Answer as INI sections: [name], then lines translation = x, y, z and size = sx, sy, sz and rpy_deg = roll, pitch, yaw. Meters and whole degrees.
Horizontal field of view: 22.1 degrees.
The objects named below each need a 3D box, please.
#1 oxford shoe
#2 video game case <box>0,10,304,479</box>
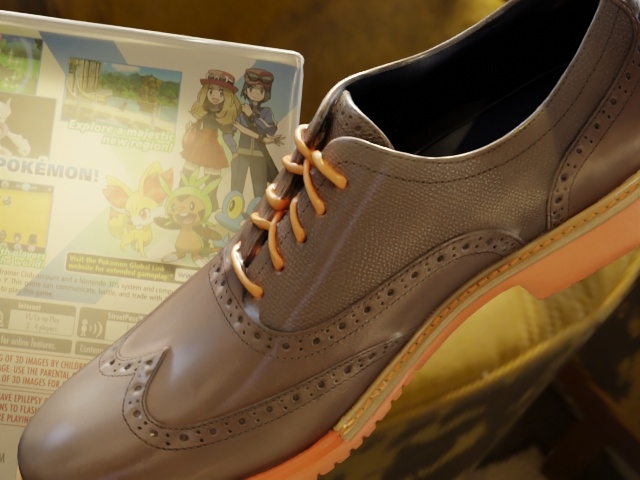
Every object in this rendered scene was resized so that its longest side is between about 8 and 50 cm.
[oxford shoe]
translation = 0.000, 0.000, 0.742
size = 0.364, 0.133, 0.130
rpy_deg = -36, 44, -4
[video game case]
translation = -0.183, 0.015, 0.914
size = 0.329, 0.036, 0.300
rpy_deg = 7, 73, -7
